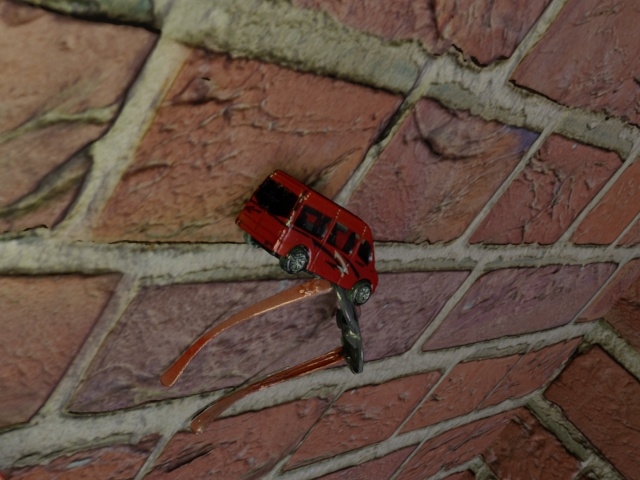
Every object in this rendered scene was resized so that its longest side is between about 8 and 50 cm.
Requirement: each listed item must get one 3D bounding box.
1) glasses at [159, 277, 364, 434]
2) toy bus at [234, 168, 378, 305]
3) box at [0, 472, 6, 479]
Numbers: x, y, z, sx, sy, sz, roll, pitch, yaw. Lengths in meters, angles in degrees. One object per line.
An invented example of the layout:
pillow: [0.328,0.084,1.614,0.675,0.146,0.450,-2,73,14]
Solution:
glasses: [-0.072,0.132,1.176,0.268,0.118,0.234,-18,151,-5]
toy bus: [0.000,0.000,0.997,0.195,0.081,0.089,29,93,-48]
box: [-0.400,0.400,0.790,0.300,0.312,0.314,-20,146,-49]
